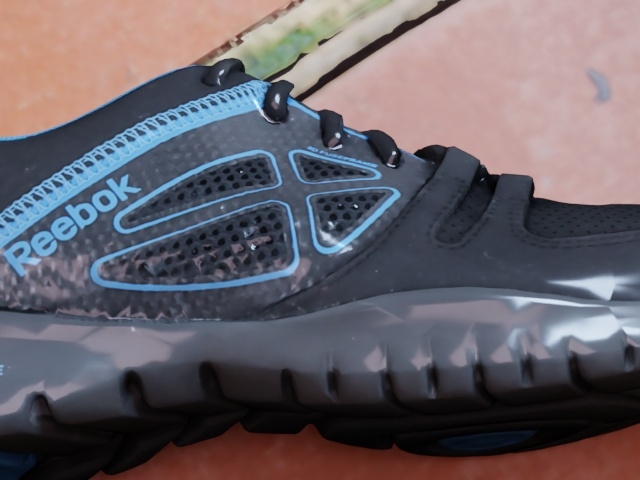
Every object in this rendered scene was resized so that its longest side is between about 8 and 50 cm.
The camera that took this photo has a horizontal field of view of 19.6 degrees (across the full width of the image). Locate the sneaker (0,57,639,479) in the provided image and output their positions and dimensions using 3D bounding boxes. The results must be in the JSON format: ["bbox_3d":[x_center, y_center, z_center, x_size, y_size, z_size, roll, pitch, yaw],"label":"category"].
[{"bbox_3d":[0.000,0.000,0.607,0.341,0.125,0.139,-3,72,-4],"label":"sneaker"}]
